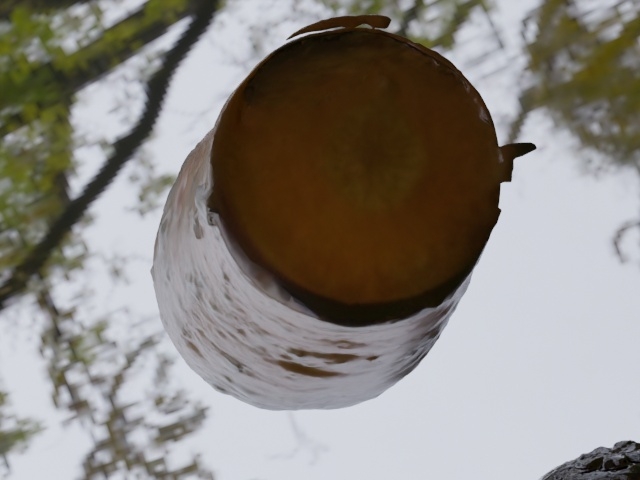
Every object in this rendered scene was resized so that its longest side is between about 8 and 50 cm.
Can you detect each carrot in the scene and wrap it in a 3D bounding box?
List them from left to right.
[{"bbox_3d":[0.000,0.000,1.299,0.224,0.340,0.224,2,-102,-9],"label":"carrot"}]

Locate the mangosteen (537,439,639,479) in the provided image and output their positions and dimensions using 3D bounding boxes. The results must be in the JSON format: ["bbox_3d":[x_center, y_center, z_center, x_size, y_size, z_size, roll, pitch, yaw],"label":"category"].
[{"bbox_3d":[0.328,0.359,1.992,0.297,0.297,0.293,-8,-70,-49],"label":"mangosteen"}]
